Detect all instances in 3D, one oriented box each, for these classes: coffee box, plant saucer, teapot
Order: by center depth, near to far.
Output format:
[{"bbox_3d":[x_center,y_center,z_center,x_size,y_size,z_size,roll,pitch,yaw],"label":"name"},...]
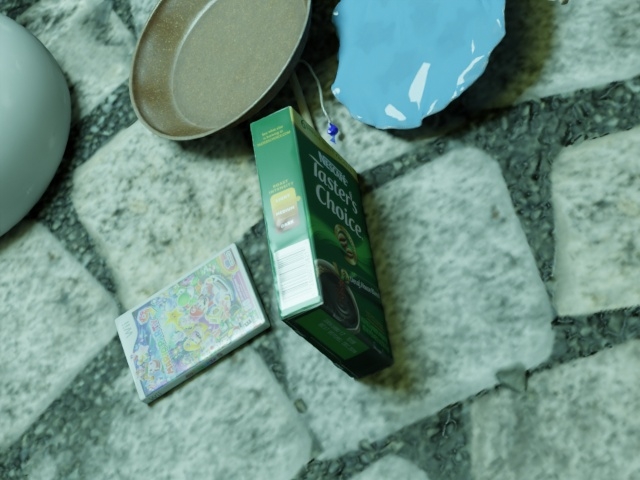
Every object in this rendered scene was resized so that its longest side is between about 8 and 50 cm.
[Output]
[{"bbox_3d":[0.000,0.000,1.400,0.040,0.113,0.184,-24,52,20],"label":"coffee box"},{"bbox_3d":[-0.078,-0.167,1.582,0.199,0.036,0.198,-21,54,31],"label":"plant saucer"},{"bbox_3d":[-0.357,-0.123,1.644,0.252,0.187,0.256,-40,49,5],"label":"teapot"}]

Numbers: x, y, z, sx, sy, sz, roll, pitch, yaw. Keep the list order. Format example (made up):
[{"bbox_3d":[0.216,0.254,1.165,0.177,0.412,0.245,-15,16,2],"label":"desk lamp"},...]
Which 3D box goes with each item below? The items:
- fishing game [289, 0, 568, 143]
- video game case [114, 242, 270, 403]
[{"bbox_3d":[0.080,-0.173,1.489,0.264,0.041,0.189,-39,50,25],"label":"fishing game"},{"bbox_3d":[-0.104,0.066,1.492,0.122,0.011,0.087,-33,51,12],"label":"video game case"}]
